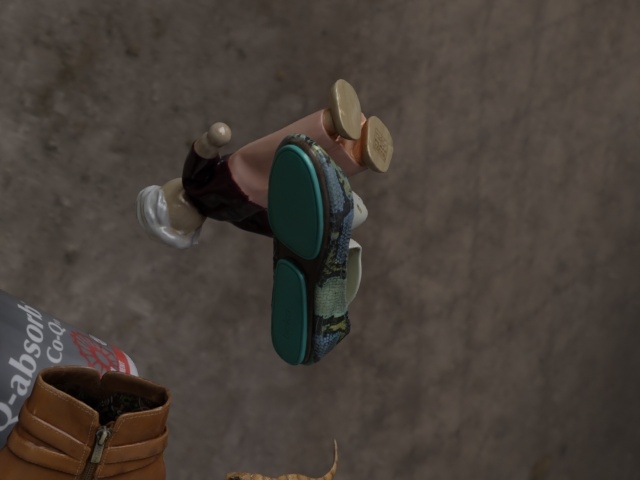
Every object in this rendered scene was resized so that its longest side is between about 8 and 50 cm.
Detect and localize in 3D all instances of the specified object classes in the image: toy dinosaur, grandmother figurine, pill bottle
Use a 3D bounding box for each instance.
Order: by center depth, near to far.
[{"bbox_3d":[-0.024,0.286,1.659,0.211,0.064,0.112,5,85,-53],"label":"toy dinosaur"},{"bbox_3d":[-0.411,0.156,1.734,0.363,0.210,0.210,31,83,-30],"label":"pill bottle"},{"bbox_3d":[-0.081,-0.073,1.804,0.208,0.342,0.104,53,33,-29],"label":"grandmother figurine"}]

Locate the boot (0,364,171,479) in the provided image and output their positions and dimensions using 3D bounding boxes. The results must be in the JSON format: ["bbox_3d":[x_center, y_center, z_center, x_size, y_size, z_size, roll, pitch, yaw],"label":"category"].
[{"bbox_3d":[-0.284,0.217,1.408,0.283,0.109,0.220,7,128,-16],"label":"boot"}]

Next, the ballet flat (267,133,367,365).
[{"bbox_3d":[0.000,0.000,0.990,0.070,0.070,0.188,-35,146,-38],"label":"ballet flat"}]
